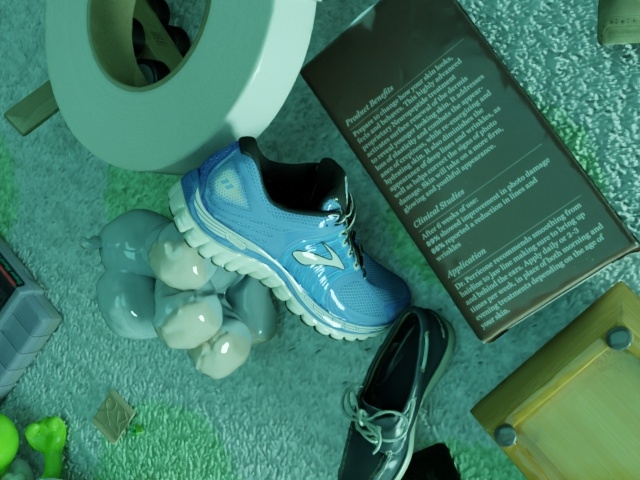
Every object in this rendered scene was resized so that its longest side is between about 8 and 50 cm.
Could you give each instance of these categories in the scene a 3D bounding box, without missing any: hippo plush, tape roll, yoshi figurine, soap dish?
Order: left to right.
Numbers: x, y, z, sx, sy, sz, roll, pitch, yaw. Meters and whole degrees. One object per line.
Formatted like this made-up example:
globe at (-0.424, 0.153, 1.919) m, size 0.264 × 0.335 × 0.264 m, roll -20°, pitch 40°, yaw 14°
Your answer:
yoshi figurine at (-0.436, 0.358, 1.077) m, size 0.362 × 0.203 × 0.203 m, roll 12°, pitch 78°, yaw 26°
hippo plush at (-0.204, 0.025, 0.945) m, size 0.237 × 0.234 × 0.294 m, roll -2°, pitch 89°, yaw 23°
tape roll at (-0.176, -0.269, 0.855) m, size 0.392 × 0.072 × 0.392 m, roll -1°, pitch 88°, yaw 36°
soap dish at (0.329, 0.225, 0.766) m, size 0.229 × 0.118 × 0.291 m, roll -45°, pitch 73°, yaw 16°

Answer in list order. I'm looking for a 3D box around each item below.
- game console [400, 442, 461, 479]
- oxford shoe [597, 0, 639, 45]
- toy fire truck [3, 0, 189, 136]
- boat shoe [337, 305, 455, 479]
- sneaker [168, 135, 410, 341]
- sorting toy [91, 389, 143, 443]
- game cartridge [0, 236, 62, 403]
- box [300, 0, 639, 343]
game console at (0.123, 0.325, 0.913) m, size 0.107 × 0.071 × 0.122 m, roll -21°, pitch 80°, yaw -8°
oxford shoe at (0.458, -0.224, 0.741) m, size 0.348 × 0.123 × 0.130 m, roll 19°, pitch 123°, yaw 22°
toy fire truck at (-0.311, -0.215, 1.058) m, size 0.246 × 0.158 × 0.217 m, roll -41°, pitch 73°, yaw 30°
boat shoe at (0.078, 0.198, 0.876) m, size 0.095 × 0.079 × 0.254 m, roll 30°, pitch 93°, yaw 42°
sneaker at (0.000, 0.000, 0.821) m, size 0.147 × 0.330 × 0.129 m, roll -42°, pitch 38°, yaw 20°
sorting toy at (-0.300, 0.272, 1.103) m, size 0.083 × 0.012 × 0.062 m, roll 39°, pitch 99°, yaw 24°
game cartridge at (-0.595, 0.083, 1.216) m, size 0.355 × 0.068 × 0.230 m, roll 44°, pitch 110°, yaw 19°
box at (0.165, -0.096, 0.838) m, size 0.191 × 0.143 × 0.381 m, roll -36°, pitch 77°, yaw 19°
